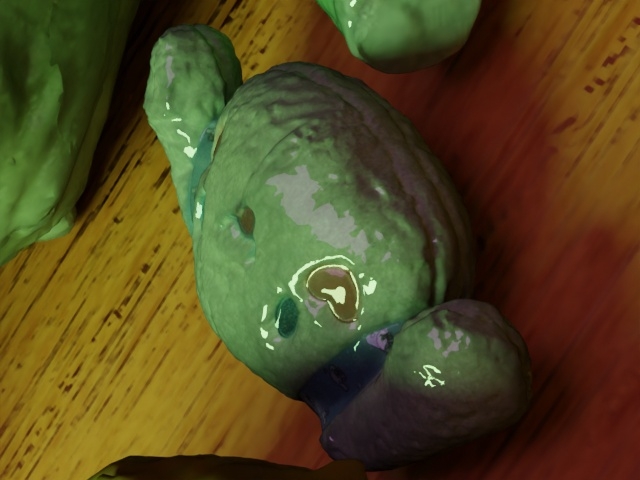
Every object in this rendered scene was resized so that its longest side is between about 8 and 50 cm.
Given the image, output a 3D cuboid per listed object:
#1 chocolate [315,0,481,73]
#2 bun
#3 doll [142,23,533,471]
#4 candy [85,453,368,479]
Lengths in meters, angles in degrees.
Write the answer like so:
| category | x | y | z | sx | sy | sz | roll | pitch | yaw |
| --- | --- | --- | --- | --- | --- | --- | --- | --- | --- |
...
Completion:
| category | x | y | z | sx | sy | sz | roll | pitch | yaw |
| --- | --- | --- | --- | --- | --- | --- | --- | --- | --- |
| chocolate | -0.020 | -0.173 | 0.681 | 0.110 | 0.110 | 0.291 | -47 | 47 | 20 |
| bun | -0.169 | -0.075 | 0.740 | 0.283 | 0.179 | 0.283 | -35 | 30 | 24 |
| doll | 0.000 | 0.000 | 0.598 | 0.214 | 0.071 | 0.103 | 49 | 130 | 38 |
| candy | -0.034 | 0.189 | 0.509 | 0.260 | 0.118 | 0.260 | -22 | 58 | 41 |
